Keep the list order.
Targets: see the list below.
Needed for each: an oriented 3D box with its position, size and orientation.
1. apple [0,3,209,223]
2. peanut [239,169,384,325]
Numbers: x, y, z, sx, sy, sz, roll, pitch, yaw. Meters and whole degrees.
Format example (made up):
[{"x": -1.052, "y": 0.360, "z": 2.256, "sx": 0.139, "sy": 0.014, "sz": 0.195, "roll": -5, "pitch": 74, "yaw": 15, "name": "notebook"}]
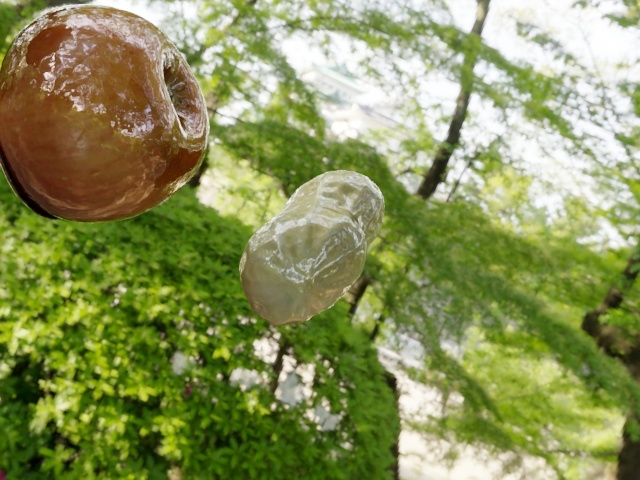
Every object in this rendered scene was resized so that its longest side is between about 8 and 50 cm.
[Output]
[{"x": -0.245, "y": -0.145, "z": 0.940, "sx": 0.206, "sy": 0.252, "sz": 0.272, "roll": -5, "pitch": -6, "yaw": 12, "name": "apple"}, {"x": 0.000, "y": 0.000, "z": 1.139, "sx": 0.152, "sy": 0.152, "sz": 0.313, "roll": 25, "pitch": 34, "yaw": 11, "name": "peanut"}]
